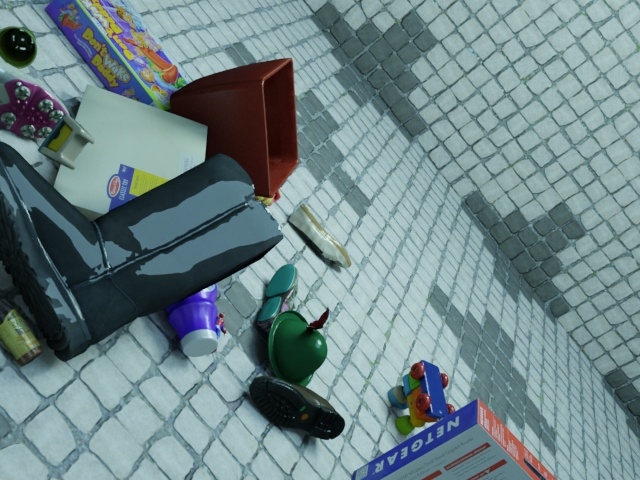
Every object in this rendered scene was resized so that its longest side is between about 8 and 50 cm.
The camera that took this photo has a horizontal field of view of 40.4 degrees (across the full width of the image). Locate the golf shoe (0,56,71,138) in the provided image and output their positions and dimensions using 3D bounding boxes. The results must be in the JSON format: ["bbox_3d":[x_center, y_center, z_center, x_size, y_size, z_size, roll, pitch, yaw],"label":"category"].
[{"bbox_3d":[-0.583,-0.295,1.567,0.306,0.115,0.140,32,28,-42],"label":"golf shoe"}]

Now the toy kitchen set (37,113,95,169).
[{"bbox_3d":[-0.515,-0.175,1.446,0.122,0.166,0.207,33,-4,34],"label":"toy kitchen set"}]

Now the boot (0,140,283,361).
[{"bbox_3d":[-0.311,-0.058,1.450,0.445,0.146,0.367,-29,98,-36],"label":"boot"}]

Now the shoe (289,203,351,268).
[{"bbox_3d":[0.000,0.000,2.309,0.219,0.058,0.076,50,-7,-18],"label":"shoe"}]

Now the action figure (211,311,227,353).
[{"bbox_3d":[-0.206,0.176,1.716,0.038,0.030,0.115,41,24,-15],"label":"action figure"}]

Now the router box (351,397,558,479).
[{"bbox_3d":[0.281,0.516,1.757,0.301,0.335,0.082,47,25,-15],"label":"router box"}]

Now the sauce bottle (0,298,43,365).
[{"bbox_3d":[-0.464,0.125,1.292,0.128,0.042,0.042,54,24,-1],"label":"sauce bottle"}]

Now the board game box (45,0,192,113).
[{"bbox_3d":[-0.450,-0.433,2.036,0.347,0.078,0.233,52,24,-3],"label":"board game box"}]

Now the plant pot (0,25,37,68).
[{"bbox_3d":[-0.597,-0.390,1.722,0.083,0.083,0.079,43,12,-22],"label":"plant pot"}]

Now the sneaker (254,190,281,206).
[{"bbox_3d":[-0.152,-0.127,2.161,0.094,0.081,0.208,58,24,6],"label":"sneaker"}]

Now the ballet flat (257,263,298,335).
[{"bbox_3d":[-0.087,0.143,1.937,0.079,0.076,0.221,63,23,-26],"label":"ballet flat"}]

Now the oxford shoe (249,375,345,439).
[{"bbox_3d":[-0.059,0.324,1.742,0.227,0.083,0.096,36,7,-31],"label":"oxford shoe"}]

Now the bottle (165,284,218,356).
[{"bbox_3d":[-0.257,0.085,1.660,0.118,0.092,0.283,19,41,-42],"label":"bottle"}]

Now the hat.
[{"bbox_3d":[0.008,0.217,1.798,0.208,0.183,0.173,-13,90,-60],"label":"hat"}]

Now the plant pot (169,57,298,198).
[{"bbox_3d":[-0.200,-0.265,2.000,0.267,0.235,0.267,-61,151,-65],"label":"plant pot"}]

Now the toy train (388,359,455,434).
[{"bbox_3d":[0.238,0.422,2.063,0.105,0.143,0.248,27,39,-32],"label":"toy train"}]

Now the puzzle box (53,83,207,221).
[{"bbox_3d":[-0.367,-0.144,1.708,0.272,0.052,0.409,19,36,-17],"label":"puzzle box"}]
